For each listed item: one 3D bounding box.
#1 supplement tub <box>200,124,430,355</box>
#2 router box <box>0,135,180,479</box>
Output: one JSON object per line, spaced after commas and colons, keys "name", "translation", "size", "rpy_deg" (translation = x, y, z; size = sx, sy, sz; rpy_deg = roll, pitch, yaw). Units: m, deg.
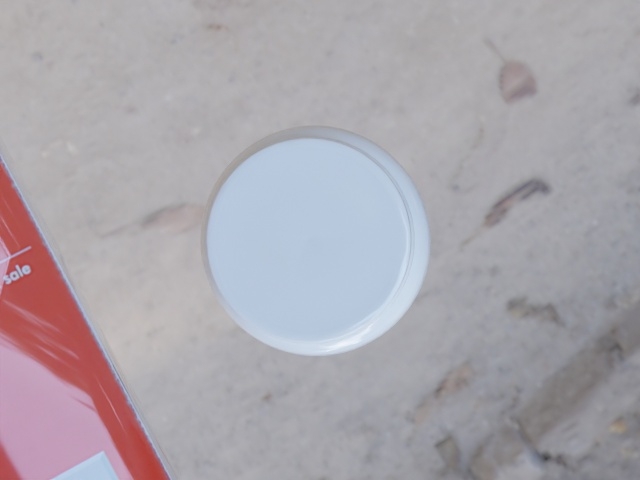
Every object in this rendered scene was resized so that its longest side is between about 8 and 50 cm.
{"name": "supplement tub", "translation": [0.000, 0.000, 0.986], "size": [0.144, 0.144, 0.200], "rpy_deg": [-32, 178, 3]}
{"name": "router box", "translation": [-0.158, -0.046, 0.497], "size": [0.082, 0.335, 0.301], "rpy_deg": [-28, 98, -9]}
